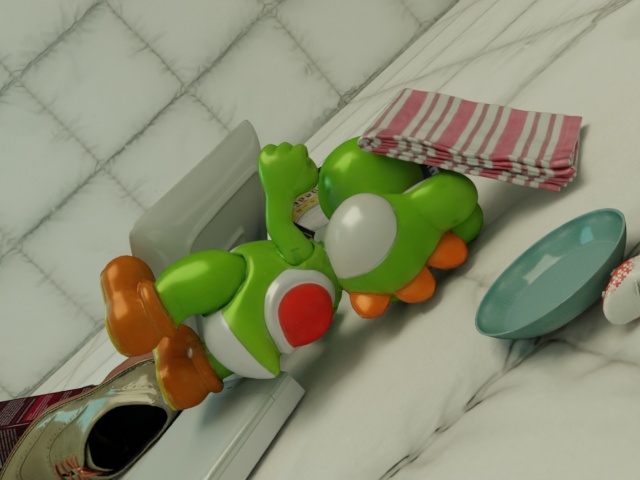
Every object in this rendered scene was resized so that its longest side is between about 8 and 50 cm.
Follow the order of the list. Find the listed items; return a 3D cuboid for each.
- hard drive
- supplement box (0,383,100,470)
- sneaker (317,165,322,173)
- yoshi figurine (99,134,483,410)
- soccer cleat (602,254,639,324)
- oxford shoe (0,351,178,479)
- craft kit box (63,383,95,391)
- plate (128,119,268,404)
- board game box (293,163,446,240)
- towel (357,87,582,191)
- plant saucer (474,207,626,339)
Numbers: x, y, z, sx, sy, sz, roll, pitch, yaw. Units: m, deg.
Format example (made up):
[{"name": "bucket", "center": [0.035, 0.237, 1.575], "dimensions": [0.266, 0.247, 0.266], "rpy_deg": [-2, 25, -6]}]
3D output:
[{"name": "hard drive", "center": [-0.157, 0.259, 0.591], "dimensions": [0.203, 0.040, 0.307], "rpy_deg": [-27, 19, 53]}, {"name": "supplement box", "center": [-0.445, 0.298, 1.004], "dimensions": [0.239, 0.073, 0.130], "rpy_deg": [-8, 9, -8]}, {"name": "sneaker", "center": [0.009, -0.090, 1.165], "dimensions": [0.058, 0.084, 0.152], "rpy_deg": [-34, 15, 35]}, {"name": "yoshi figurine", "center": [-0.024, 0.009, 0.641], "dimensions": [0.362, 0.203, 0.203], "rpy_deg": [-25, -5, 2]}, {"name": "soccer cleat", "center": [0.192, 0.016, 0.348], "dimensions": [0.083, 0.029, 0.035], "rpy_deg": [-39, 7, -5]}, {"name": "oxford shoe", "center": [-0.332, 0.286, 0.867], "dimensions": [0.348, 0.123, 0.130], "rpy_deg": [-42, 17, 9]}, {"name": "craft kit box", "center": [-0.573, 0.393, 1.224], "dimensions": [0.250, 0.061, 0.246], "rpy_deg": [-43, -12, 0]}, {"name": "plate", "center": [-0.128, 0.027, 0.797], "dimensions": [0.277, 0.045, 0.278], "rpy_deg": [-59, -23, -50]}, {"name": "board game box", "center": [0.064, -0.076, 0.842], "dimensions": [0.243, 0.042, 0.165], "rpy_deg": [-35, 27, -15]}, {"name": "towel", "center": [0.150, -0.108, 0.612], "dimensions": [0.144, 0.197, 0.029], "rpy_deg": [-53, -28, -52]}, {"name": "plant saucer", "center": [0.155, 0.027, 0.417], "dimensions": [0.119, 0.021, 0.119], "rpy_deg": [-43, 4, 4]}]
